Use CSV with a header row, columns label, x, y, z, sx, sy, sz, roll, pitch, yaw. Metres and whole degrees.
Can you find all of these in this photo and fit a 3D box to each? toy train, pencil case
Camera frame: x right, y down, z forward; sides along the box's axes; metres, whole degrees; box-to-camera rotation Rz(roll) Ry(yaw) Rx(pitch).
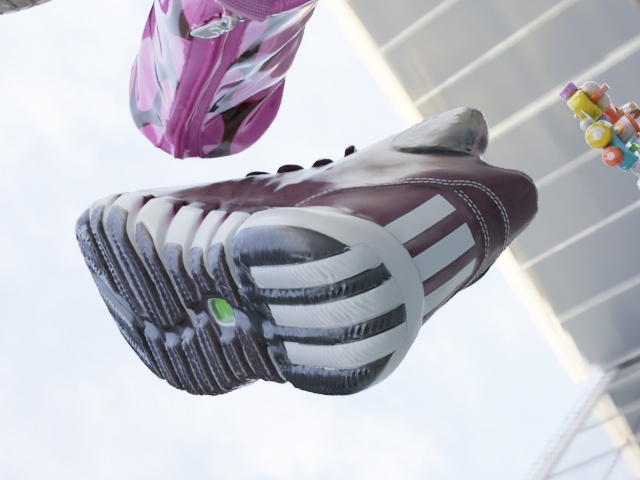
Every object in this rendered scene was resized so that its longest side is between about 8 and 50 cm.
label,x,y,z,sx,sy,sz,roll,pitch,yaw
toy train,0.302,-0.111,1.295,0.125,0.046,0.166,33,-156,-24
pencil case,-0.042,-0.103,0.597,0.095,0.209,0.098,9,-108,-9

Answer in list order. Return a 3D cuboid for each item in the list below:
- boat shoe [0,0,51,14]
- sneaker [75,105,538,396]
label,x,y,z,sx,sy,sz,roll,pitch,yaw
boat shoe,-0.310,-0.226,1.013,0.098,0.277,0.096,57,-154,-76
sneaker,0.000,0.000,0.641,0.162,0.281,0.106,-30,-71,-28
